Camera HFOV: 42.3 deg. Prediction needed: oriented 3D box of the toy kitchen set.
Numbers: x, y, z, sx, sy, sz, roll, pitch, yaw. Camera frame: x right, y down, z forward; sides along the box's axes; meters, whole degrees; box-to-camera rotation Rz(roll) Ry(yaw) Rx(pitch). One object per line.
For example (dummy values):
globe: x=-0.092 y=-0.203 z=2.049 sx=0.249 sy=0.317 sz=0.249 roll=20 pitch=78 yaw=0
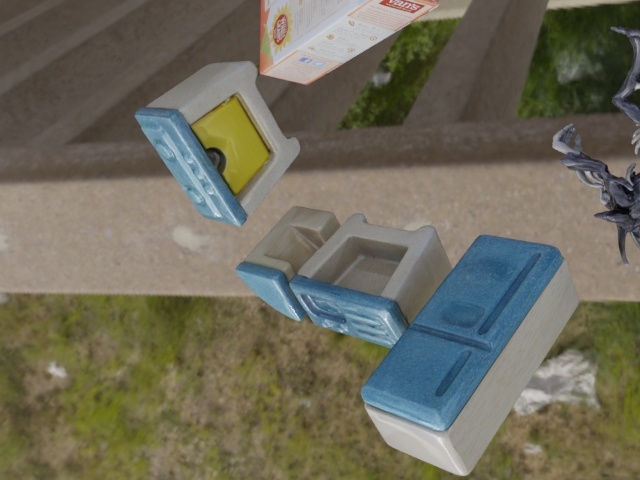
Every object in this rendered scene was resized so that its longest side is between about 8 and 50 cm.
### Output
toy kitchen set: x=0.000 y=0.000 z=0.444 sx=0.207 sy=0.122 sz=0.166 roll=11 pitch=141 yaw=45

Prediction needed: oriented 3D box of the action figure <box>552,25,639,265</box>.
action figure: x=0.387 y=-0.117 z=1.013 sx=0.164 sy=0.141 sz=0.275 roll=-3 pitch=112 yaw=-24

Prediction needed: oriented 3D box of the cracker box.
cracker box: x=0.021 y=-0.268 z=0.825 sx=0.067 sy=0.155 sz=0.232 roll=7 pitch=168 yaw=-31
